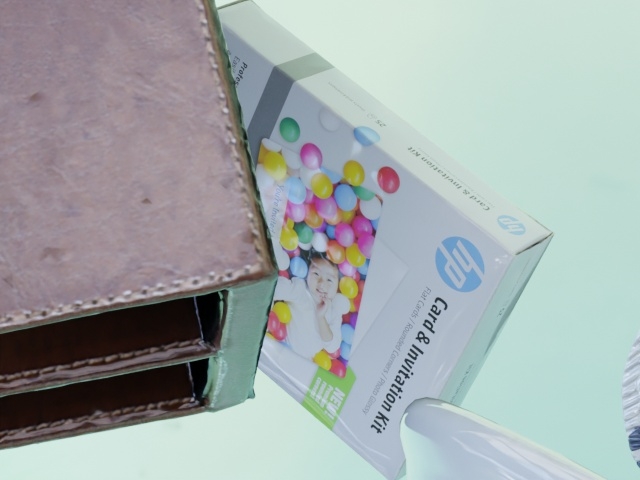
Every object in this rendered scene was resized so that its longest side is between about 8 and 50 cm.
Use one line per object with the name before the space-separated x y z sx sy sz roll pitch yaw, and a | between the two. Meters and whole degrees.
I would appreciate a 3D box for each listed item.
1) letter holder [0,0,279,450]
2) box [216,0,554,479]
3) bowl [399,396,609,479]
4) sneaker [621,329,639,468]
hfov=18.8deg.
letter holder | -0.155 -0.082 0.698 0.152 0.214 0.301 105 153 -69
box | 0.000 0.000 0.889 0.186 0.038 0.145 39 128 19
bowl | 0.110 0.168 0.438 0.134 0.298 0.298 -56 35 -6
sneaker | 0.258 0.039 1.189 0.094 0.153 0.235 -2 90 35
